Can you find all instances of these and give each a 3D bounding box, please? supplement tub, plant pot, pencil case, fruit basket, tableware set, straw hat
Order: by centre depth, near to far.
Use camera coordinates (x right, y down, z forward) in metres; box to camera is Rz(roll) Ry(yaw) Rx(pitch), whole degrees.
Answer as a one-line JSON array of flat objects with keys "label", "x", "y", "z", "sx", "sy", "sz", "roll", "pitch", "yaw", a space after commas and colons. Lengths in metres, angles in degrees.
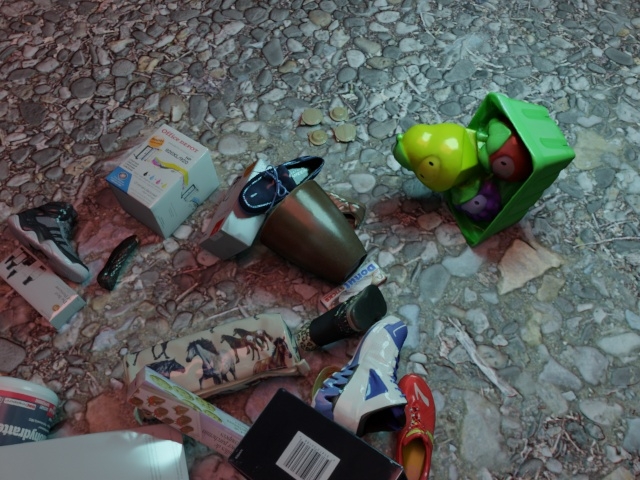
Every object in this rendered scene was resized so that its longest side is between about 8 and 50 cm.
[{"label": "supplement tub", "x": -0.709, "y": 0.451, "z": 1.326, "sx": 0.191, "sy": 0.191, "sz": 0.272, "roll": 5, "pitch": 62, "yaw": 5}, {"label": "pencil case", "x": -0.240, "y": 0.294, "z": 1.413, "sx": 0.410, "sy": 0.160, "sz": 0.184, "roll": -15, "pitch": 52, "yaw": -7}, {"label": "straw hat", "x": 0.008, "y": 0.367, "z": 1.419, "sx": 0.061, "sy": 0.144, "sz": 0.145, "roll": -11, "pitch": 52, "yaw": 43}, {"label": "fruit basket", "x": 0.382, "y": -0.182, "z": 1.534, "sx": 0.391, "sy": 0.392, "sz": 0.283, "roll": -16, "pitch": 62, "yaw": -7}, {"label": "plant pot", "x": 0.000, "y": 0.000, "z": 1.551, "sx": 0.230, "sy": 0.215, "sz": 0.215, "roll": 41, "pitch": 70, "yaw": 13}, {"label": "tableware set", "x": 0.025, "y": -0.349, "z": 1.834, "sx": 0.168, "sy": 0.020, "sz": 0.141, "roll": -7, "pitch": 64, "yaw": -4}]

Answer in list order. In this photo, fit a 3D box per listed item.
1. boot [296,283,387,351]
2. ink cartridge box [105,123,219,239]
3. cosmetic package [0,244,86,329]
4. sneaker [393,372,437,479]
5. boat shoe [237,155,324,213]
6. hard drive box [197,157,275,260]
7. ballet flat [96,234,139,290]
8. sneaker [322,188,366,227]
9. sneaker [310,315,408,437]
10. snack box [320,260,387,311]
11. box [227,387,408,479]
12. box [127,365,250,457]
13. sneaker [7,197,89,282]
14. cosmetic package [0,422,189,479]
[{"label": "boot", "x": 0.056, "y": 0.188, "z": 1.480, "sx": 0.178, "sy": 0.236, "sz": 0.085, "roll": -27, "pitch": 89, "yaw": 24}, {"label": "ink cartridge box", "x": -0.426, "y": -0.164, "z": 1.663, "sx": 0.171, "sy": 0.168, "sz": 0.233, "roll": 32, "pitch": 66, "yaw": 18}, {"label": "cosmetic package", "x": -0.735, "y": 0.120, "z": 1.582, "sx": 0.239, "sy": 0.060, "sz": 0.099, "roll": 35, "pitch": 69, "yaw": 19}, {"label": "sneaker", "x": 0.215, "y": 0.428, "z": 1.350, "sx": 0.107, "sy": 0.118, "sz": 0.279, "roll": 3, "pitch": 62, "yaw": 2}, {"label": "boat shoe", "x": -0.098, "y": -0.159, "z": 1.521, "sx": 0.258, "sy": 0.089, "sz": 0.109, "roll": -41, "pitch": 98, "yaw": -31}, {"label": "hard drive box", "x": -0.207, "y": -0.080, "z": 1.597, "sx": 0.089, "sy": 0.181, "sz": 0.232, "roll": 33, "pitch": 62, "yaw": -19}, {"label": "ballet flat", "x": -0.540, "y": 0.056, "z": 1.628, "sx": 0.057, "sy": 0.049, "sz": 0.173, "roll": 0, "pitch": 51, "yaw": 40}, {"label": "sneaker", "x": 0.029, "y": -0.089, "z": 1.666, "sx": 0.188, "sy": 0.066, "sz": 0.071, "roll": 13, "pitch": 64, "yaw": 9}, {"label": "sneaker", "x": 0.136, "y": 0.330, "z": 1.362, "sx": 0.182, "sy": 0.128, "sz": 0.315, "roll": 26, "pitch": 48, "yaw": 26}, {"label": "snack box", "x": 0.087, "y": 0.127, "z": 1.572, "sx": 0.178, "sy": 0.022, "sz": 0.064, "roll": -36, "pitch": 65, "yaw": -16}, {"label": "box", "x": 0.021, "y": 0.485, "z": 1.192, "sx": 0.296, "sy": 0.294, "sz": 0.183, "roll": 25, "pitch": 66, "yaw": 33}, {"label": "box", "x": -0.265, "y": 0.383, "z": 1.305, "sx": 0.324, "sy": 0.067, "sz": 0.063, "roll": 39, "pitch": 95, "yaw": -22}, {"label": "sneaker", "x": -0.693, "y": -0.013, "z": 1.629, "sx": 0.268, "sy": 0.101, "sz": 0.153, "roll": 37, "pitch": 56, "yaw": 7}, {"label": "cosmetic package", "x": -0.468, "y": 0.511, "z": 1.215, "sx": 0.384, "sy": 0.156, "sz": 0.217, "roll": 2, "pitch": 56, "yaw": -30}]
